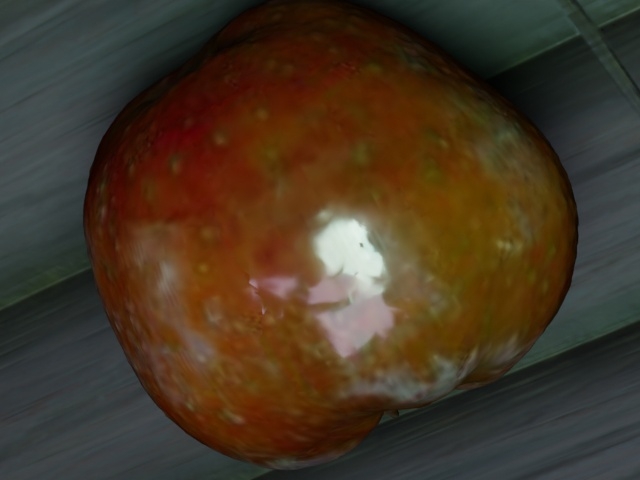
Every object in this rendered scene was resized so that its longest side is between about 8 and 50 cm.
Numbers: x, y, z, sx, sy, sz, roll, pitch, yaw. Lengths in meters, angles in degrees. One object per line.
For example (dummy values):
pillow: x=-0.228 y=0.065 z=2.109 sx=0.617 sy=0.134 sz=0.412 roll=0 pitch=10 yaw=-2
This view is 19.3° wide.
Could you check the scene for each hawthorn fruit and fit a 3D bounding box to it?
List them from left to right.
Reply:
hawthorn fruit: x=0.000 y=0.000 z=1.115 sx=0.284 sy=0.284 sz=0.284 roll=1 pitch=135 yaw=1
